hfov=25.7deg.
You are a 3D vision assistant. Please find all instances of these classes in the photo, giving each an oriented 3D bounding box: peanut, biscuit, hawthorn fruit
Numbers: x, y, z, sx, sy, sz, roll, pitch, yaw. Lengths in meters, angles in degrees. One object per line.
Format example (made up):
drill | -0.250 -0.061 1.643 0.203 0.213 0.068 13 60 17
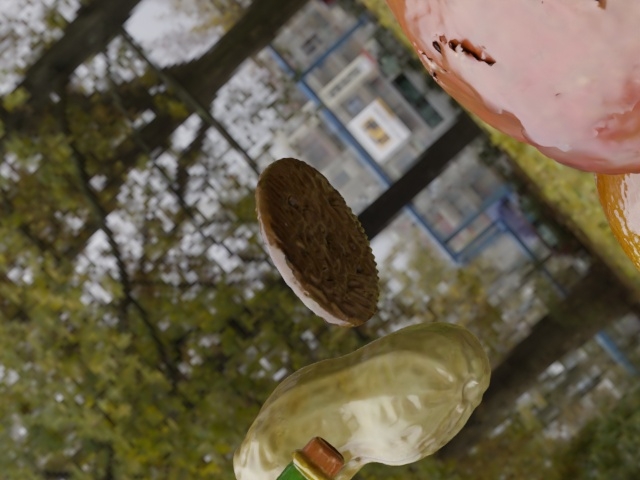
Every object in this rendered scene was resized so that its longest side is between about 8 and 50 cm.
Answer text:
peanut | 0.044 0.191 1.540 0.147 0.306 0.147 -22 -90 -84
biscuit | 0.001 -0.001 1.405 0.188 0.027 0.187 41 -146 -35
hawthorn fruit | 0.093 -0.173 0.568 0.299 0.211 0.211 55 -168 15

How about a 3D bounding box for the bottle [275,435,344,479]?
bottle | -0.049 0.244 1.168 0.069 0.187 0.069 40 -178 -1

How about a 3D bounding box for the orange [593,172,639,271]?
orange | 0.236 -0.051 0.721 0.206 0.206 0.206 46 -169 -12
